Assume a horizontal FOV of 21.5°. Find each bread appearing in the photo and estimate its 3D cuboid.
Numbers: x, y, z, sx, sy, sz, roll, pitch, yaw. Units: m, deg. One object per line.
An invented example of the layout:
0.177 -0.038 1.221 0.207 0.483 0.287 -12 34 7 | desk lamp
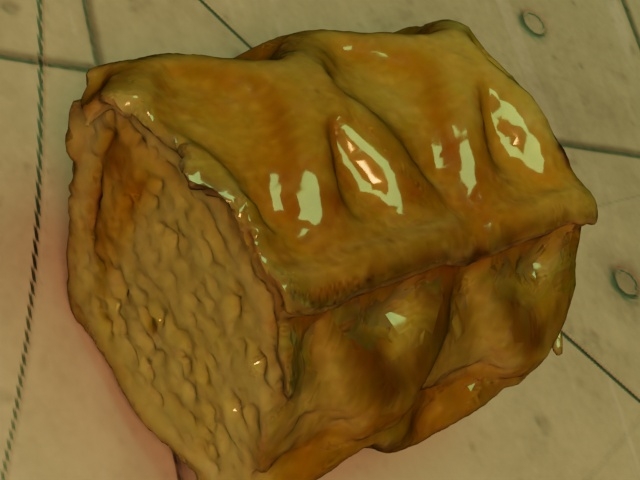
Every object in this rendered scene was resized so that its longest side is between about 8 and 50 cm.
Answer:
0.004 0.005 0.887 0.196 0.239 0.252 27 37 36 | bread
